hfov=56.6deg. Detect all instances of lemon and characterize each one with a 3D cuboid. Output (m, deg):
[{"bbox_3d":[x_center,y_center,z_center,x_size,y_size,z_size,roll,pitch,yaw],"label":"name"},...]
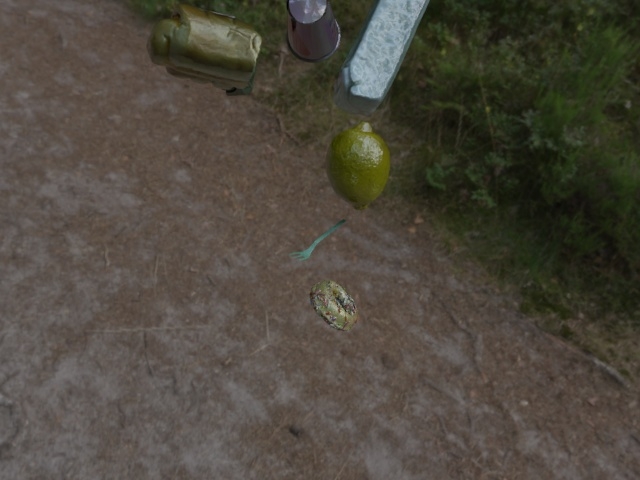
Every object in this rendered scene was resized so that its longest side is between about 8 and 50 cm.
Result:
[{"bbox_3d":[0.101,-0.198,1.620,0.184,0.248,0.184,1,18,0],"label":"lemon"}]

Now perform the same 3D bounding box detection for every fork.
[{"bbox_3d":[-0.001,0.002,1.505,0.039,0.021,0.235,31,40,22],"label":"fork"}]

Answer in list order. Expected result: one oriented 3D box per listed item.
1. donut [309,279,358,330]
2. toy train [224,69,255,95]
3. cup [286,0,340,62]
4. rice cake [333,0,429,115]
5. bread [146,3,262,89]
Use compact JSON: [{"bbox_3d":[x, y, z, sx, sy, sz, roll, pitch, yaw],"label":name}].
[{"bbox_3d":[0.045,0.187,1.756,0.174,0.068,0.174,40,20,-18],"label":"donut"},{"bbox_3d":[-0.335,-0.661,2.199,0.159,0.326,0.129,-2,69,12],"label":"toy train"},{"bbox_3d":[-0.034,-0.734,1.983,0.203,0.203,0.288,21,1,2],"label":"cup"},{"bbox_3d":[0.077,-0.244,0.713,0.063,0.069,0.206,26,75,-5],"label":"rice cake"},{"bbox_3d":[-0.362,-0.610,1.855,0.341,0.210,0.300,9,-1,-11],"label":"bread"}]
